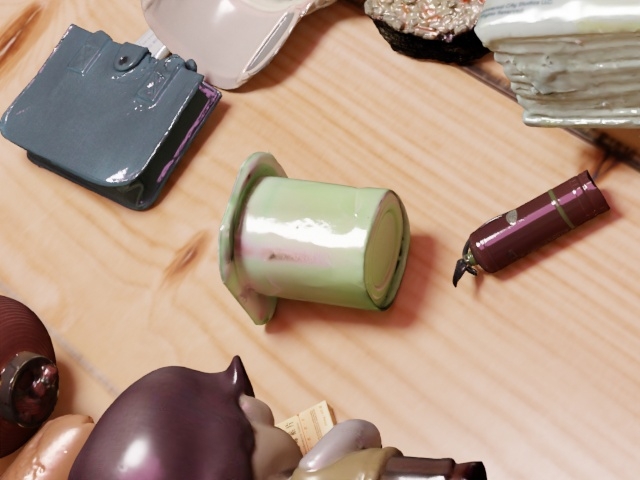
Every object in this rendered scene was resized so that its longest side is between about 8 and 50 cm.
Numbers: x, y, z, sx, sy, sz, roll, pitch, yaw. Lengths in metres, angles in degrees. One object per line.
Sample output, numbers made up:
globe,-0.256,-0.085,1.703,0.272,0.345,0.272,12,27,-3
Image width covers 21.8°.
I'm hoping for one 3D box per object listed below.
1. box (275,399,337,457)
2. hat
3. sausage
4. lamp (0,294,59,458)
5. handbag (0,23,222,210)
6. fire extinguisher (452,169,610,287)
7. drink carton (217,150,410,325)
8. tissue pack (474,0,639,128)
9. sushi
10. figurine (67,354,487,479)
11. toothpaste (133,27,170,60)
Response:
box,-0.006,0.197,1.517,0.058,0.015,0.093,-27,51,10
hat,-0.068,-0.282,1.820,0.219,0.164,0.226,42,125,15
sausage,-0.299,0.288,1.570,0.086,0.086,0.289,25,75,37
lamp,-0.370,0.129,1.651,0.258,0.180,0.180,11,66,36
handbag,-0.231,-0.144,1.819,0.229,0.062,0.179,26,80,37
fire extinguisher,0.186,-0.012,1.534,0.157,0.045,0.078,-30,23,9
drink carton,0.000,0.000,1.566,0.142,0.144,0.146,7,64,25
tissue pack,0.341,-0.281,1.510,0.287,0.162,0.388,3,51,31
sushi,0.117,-0.232,1.687,0.150,0.078,0.090,19,71,35
figurine,-0.038,0.217,1.428,0.365,0.218,0.206,0,17,8
toothpaste,-0.138,-0.269,1.881,0.218,0.033,0.052,-43,55,1
